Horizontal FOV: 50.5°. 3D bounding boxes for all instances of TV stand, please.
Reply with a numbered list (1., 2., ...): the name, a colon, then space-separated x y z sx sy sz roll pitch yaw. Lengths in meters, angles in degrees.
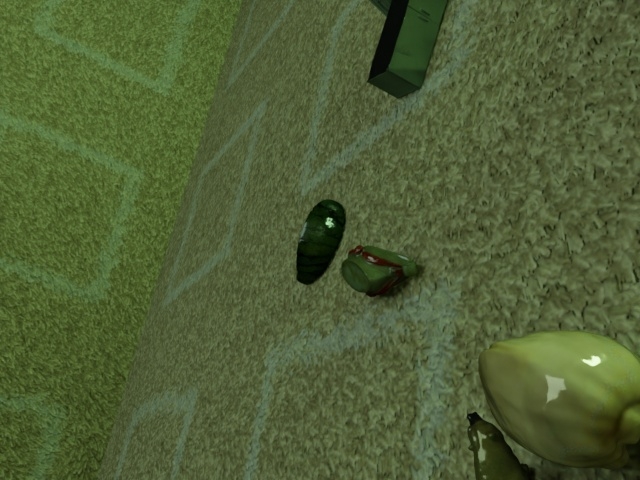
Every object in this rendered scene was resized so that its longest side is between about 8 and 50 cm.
1. TV stand: 0.176 -0.416 1.303 0.088 0.083 0.269 -8 63 63

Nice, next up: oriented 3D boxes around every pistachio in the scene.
1. pistachio: 0.213 0.134 0.608 0.117 0.145 0.200 -47 -4 -7

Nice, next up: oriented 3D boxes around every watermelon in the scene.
1. watermelon: 0.008 0.002 1.342 0.181 0.075 0.092 -68 -21 -7

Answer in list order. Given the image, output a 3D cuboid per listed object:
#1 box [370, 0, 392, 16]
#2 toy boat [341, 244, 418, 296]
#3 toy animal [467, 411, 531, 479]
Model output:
1. box: 0.151 -0.510 1.405 0.069 0.122 0.084 -53 25 3
2. toy boat: 0.084 0.045 1.086 0.185 0.071 0.089 10 120 67
3. toy animal: 0.174 0.277 0.629 0.103 0.101 0.218 -28 44 59
